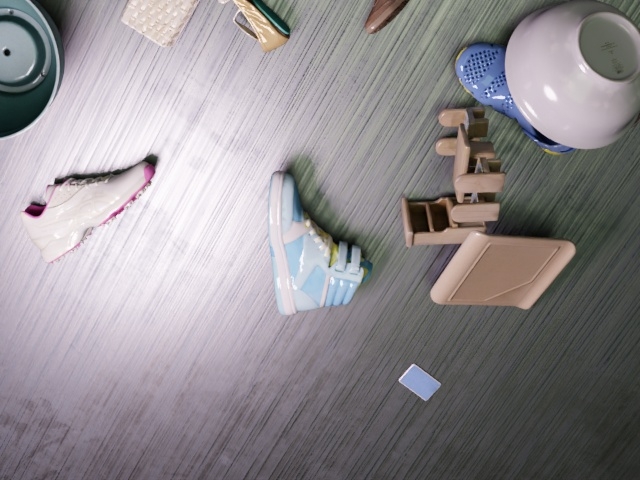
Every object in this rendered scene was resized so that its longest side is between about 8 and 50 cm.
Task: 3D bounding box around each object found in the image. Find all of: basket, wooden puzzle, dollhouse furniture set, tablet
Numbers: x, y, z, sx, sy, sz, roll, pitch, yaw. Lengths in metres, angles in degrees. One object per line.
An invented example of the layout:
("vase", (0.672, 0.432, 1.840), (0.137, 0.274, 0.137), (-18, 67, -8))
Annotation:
("basket", (-0.295, -0.461, 1.663), (0.113, 0.103, 0.167), (31, 104, -11))
("wooden puzzle", (0.371, 0.059, 1.801), (0.238, 0.044, 0.221), (7, 137, -20))
("dollhouse furniture set", (0.250, -0.111, 1.727), (0.160, 0.212, 0.242), (-2, 134, -1))
("tablet", (0.223, 0.318, 1.964), (0.083, 0.006, 0.054), (37, 103, -12))

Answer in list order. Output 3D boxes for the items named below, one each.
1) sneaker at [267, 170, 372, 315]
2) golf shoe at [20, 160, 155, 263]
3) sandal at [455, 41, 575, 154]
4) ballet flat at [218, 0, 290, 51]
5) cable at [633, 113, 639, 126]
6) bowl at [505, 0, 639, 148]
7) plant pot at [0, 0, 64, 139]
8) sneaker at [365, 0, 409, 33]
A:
("sneaker", (0.000, 0.000, 1.803), (0.208, 0.127, 0.319), (-4, 117, 3))
("golf shoe", (-0.477, -0.082, 1.779), (0.306, 0.115, 0.140), (-35, 101, 9))
("sandal", (0.403, -0.275, 1.712), (0.317, 0.138, 0.126), (33, 106, -8))
("ballet flat", (-0.155, -0.459, 1.682), (0.073, 0.080, 0.232), (-35, 104, 25))
("cable", (0.661, -0.356, 1.722), (0.139, 0.072, 0.287), (38, 104, -6))
("bowl", (0.504, -0.331, 1.624), (0.297, 0.134, 0.298), (3, 75, -13))
("plant pot", (-0.612, -0.349, 1.647), (0.292, 0.196, 0.293), (0, 107, -1))
("sneaker", (0.141, -0.485, 1.690), (0.071, 0.066, 0.188), (44, 97, 4))
